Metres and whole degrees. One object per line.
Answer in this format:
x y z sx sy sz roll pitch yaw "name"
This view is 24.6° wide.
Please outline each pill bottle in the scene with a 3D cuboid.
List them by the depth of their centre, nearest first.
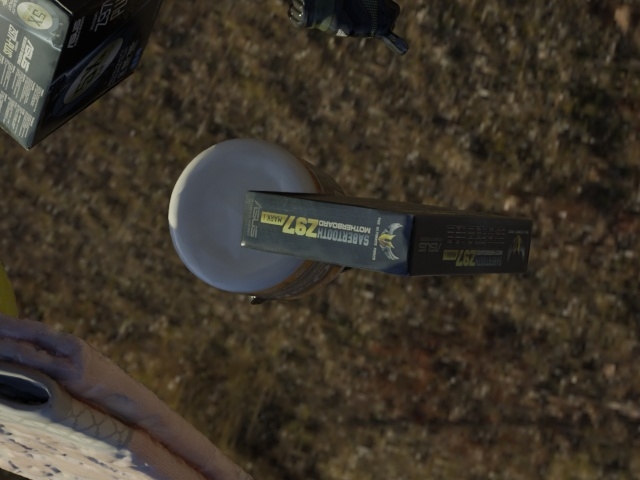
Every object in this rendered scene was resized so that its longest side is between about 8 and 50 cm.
-0.052 -0.016 1.610 0.162 0.162 0.278 7 177 14 "pill bottle"

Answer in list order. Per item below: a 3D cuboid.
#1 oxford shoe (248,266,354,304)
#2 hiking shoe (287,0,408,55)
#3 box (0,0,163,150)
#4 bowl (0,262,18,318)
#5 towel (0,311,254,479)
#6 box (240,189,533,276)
0.000 0.000 1.898 0.227 0.096 0.083 -18 164 -15 "oxford shoe"
0.050 -0.258 1.172 0.114 0.227 0.086 19 167 -11 "hiking shoe"
-0.206 -0.186 1.229 0.077 0.147 0.180 40 140 7 "box"
-0.435 0.137 1.708 0.156 0.289 0.289 34 137 -28 "bowl"
-0.230 0.094 0.930 0.332 0.053 0.317 15 162 21 "towel"
0.067 -0.006 1.378 0.183 0.233 0.059 8 95 34 "box"
